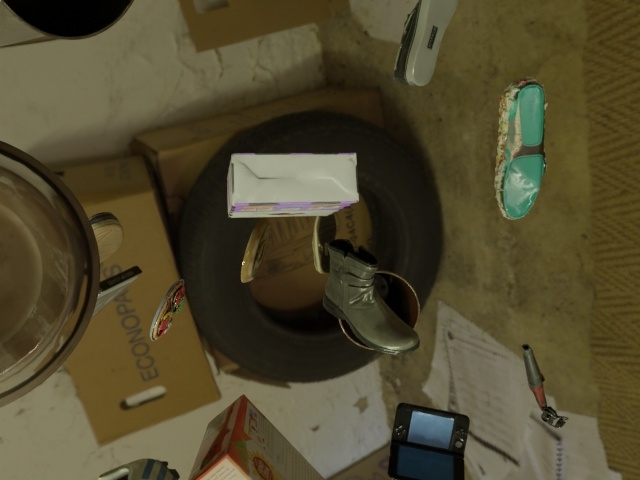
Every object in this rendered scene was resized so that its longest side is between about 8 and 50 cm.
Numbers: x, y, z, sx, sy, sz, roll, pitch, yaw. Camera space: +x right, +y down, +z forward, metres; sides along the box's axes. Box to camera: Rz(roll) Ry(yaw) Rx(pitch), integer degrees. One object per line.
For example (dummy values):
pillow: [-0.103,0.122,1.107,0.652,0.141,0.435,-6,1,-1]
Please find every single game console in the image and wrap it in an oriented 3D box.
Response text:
game console: [0.207,0.389,1.123,0.085,0.144,0.124,-23,-57,-84]

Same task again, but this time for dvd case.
dvd case: [-0.556,0.159,1.427,0.029,0.239,0.179,50,-163,-1]

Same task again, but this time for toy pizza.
toy pizza: [-0.448,0.210,1.772,0.032,0.201,0.201,23,147,1]

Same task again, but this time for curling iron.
curling iron: [0.452,0.296,1.210,0.068,0.035,0.274,27,153,52]

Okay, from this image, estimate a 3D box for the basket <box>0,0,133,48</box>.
basket: [-0.313,-0.275,0.594,0.227,0.204,0.154,1,155,36]

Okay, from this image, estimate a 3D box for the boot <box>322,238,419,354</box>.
boot: [0.094,0.106,1.159,0.247,0.083,0.161,31,131,35]

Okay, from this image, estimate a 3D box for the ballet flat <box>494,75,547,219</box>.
ballet flat: [0.339,-0.158,1.017,0.077,0.091,0.240,-119,30,-69]

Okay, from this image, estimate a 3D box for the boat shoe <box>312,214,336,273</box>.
boat shoe: [0.000,0.000,1.710,0.072,0.068,0.189,4,91,60]

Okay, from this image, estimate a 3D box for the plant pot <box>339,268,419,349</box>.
plant pot: [0.152,0.164,1.664,0.230,0.216,0.215,-91,-16,-79]

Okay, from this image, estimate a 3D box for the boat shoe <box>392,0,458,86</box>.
boat shoe: [0.183,-0.390,1.069,0.070,0.078,0.219,25,99,46]

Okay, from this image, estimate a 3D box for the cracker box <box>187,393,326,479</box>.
cracker box: [-0.044,0.309,0.690,0.232,0.067,0.155,48,-176,-6]

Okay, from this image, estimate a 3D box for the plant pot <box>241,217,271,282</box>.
plant pot: [-0.209,0.032,1.976,0.032,0.236,0.236,17,141,6]

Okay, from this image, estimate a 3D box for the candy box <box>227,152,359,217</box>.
candy box: [-0.049,-0.075,0.852,0.196,0.165,0.070,166,102,-79]

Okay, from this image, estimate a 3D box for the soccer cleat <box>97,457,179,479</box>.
soccer cleat: [-0.267,0.467,1.008,0.331,0.143,0.115,3,86,45]

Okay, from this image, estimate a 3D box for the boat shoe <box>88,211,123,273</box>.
boat shoe: [-0.473,0.005,1.190,0.285,0.103,0.092,-40,70,53]

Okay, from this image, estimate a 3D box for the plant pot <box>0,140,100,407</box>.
plant pot: [-0.360,0.035,0.570,0.280,0.323,0.323,-3,108,58]
